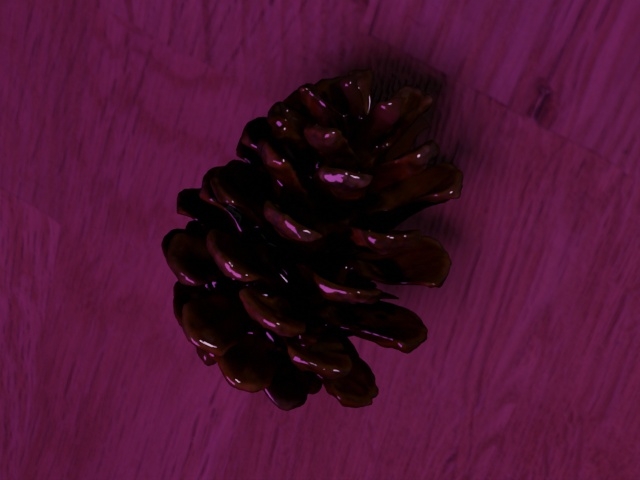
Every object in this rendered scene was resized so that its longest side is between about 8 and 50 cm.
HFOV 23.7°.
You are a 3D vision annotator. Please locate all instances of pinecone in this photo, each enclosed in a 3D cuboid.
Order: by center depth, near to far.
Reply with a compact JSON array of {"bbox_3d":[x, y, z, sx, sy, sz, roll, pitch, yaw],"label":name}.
[{"bbox_3d":[0.000,0.000,1.258,0.244,0.244,0.309,39,122,5],"label":"pinecone"}]
